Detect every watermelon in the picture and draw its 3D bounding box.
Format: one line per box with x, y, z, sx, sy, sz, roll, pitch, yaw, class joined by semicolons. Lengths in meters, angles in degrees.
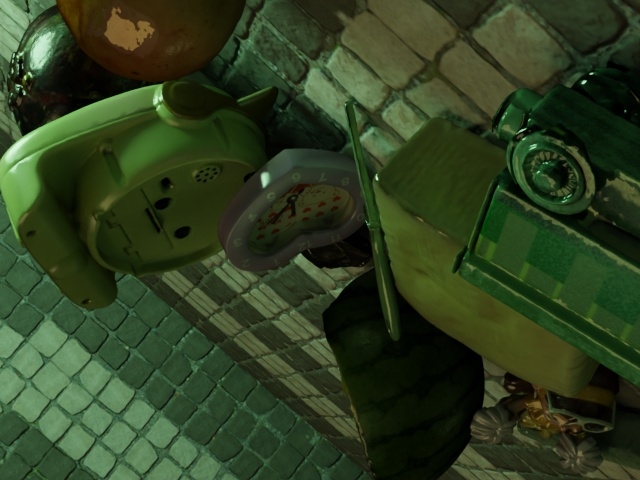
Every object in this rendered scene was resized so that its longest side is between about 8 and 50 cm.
0.127;0.173;1.318;0.331;0.189;0.331;-19;-90;-77;watermelon

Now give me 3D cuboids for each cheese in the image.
0.188;0.027;1.027;0.242;0.124;0.265;35;162;26;cheese

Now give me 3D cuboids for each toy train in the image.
0.253;0.005;0.763;0.300;0.120;0.202;32;141;20;toy train

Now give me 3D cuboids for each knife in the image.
0.061;-0.017;1.131;0.043;0.019;0.293;-98;-4;-73;knife

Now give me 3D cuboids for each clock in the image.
-0.192;-0.066;1.225;0.286;0.348;0.117;75;170;-62;clock
-0.034;-0.052;1.196;0.172;0.198;0.064;81;162;-53;clock

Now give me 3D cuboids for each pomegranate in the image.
-0.158;-0.247;0.956;0.191;0.191;0.191;35;162;13;pomegranate

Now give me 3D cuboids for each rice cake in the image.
0.375;0.254;1.295;0.063;0.066;0.336;46;162;-22;rice cake

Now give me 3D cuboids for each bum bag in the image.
-0.001;0.000;1.429;0.102;0.069;0.248;27;167;-14;bum bag

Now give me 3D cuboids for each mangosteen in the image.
-0.261;-0.191;1.304;0.289;0.232;0.231;9;168;-14;mangosteen

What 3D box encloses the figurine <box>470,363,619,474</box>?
0.285;0.203;1.238;0.174;0.116;0.240;18;149;-4;figurine
